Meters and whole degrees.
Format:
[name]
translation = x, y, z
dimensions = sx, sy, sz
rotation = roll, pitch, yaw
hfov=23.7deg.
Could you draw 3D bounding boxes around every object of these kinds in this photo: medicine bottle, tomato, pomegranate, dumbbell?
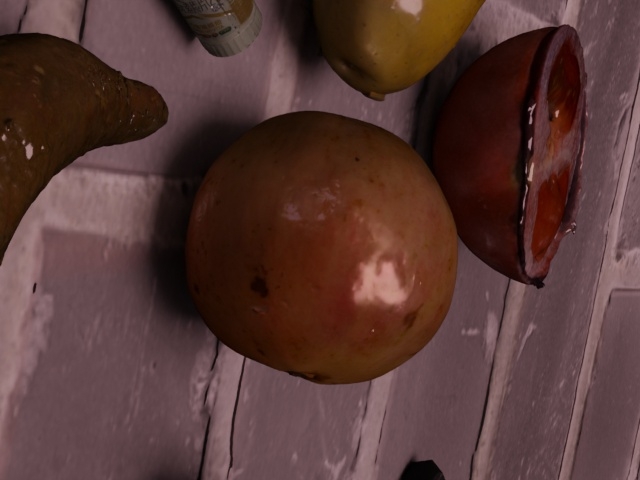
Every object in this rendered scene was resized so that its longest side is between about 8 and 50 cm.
[medicine bottle]
translation = -0.072, -0.160, 0.975
dimensions = 0.047, 0.047, 0.083
rotation = -63, 147, -22
[tomato]
translation = 0.162, -0.080, 1.336
dimensions = 0.199, 0.112, 0.228
rotation = -22, 119, -63
[pomegranate]
translation = 0.002, 0.003, 1.033
dimensions = 0.191, 0.191, 0.191
rotation = -29, 126, -52
[dumbbell]
translation = 0.103, 0.243, 1.435
dimensions = 0.036, 0.040, 0.083
rotation = -30, 133, -11

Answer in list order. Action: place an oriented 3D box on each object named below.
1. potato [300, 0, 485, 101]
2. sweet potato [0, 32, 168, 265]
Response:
[potato]
translation = 0.087, -0.248, 1.116
dimensions = 0.300, 0.140, 0.173
rotation = -59, 153, -18
[sweet potato]
translation = -0.182, -0.033, 0.797
dimensions = 0.310, 0.098, 0.124
rotation = -51, 162, -39
